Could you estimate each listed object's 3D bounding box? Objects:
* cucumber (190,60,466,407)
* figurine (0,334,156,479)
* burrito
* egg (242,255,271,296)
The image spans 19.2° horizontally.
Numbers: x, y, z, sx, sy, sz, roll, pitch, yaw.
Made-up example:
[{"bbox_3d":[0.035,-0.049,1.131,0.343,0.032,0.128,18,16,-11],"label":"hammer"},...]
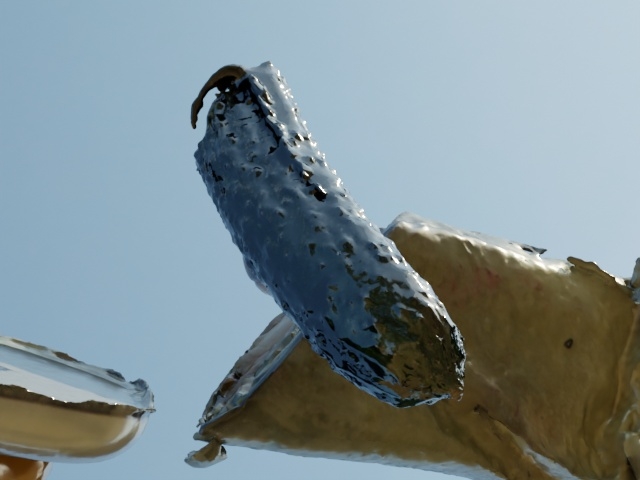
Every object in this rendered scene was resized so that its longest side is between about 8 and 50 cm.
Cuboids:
[{"bbox_3d":[-0.003,0.001,0.877,0.067,0.245,0.067,-12,-53,-16],"label":"cucumber"},{"bbox_3d":[-0.158,0.103,0.720,0.250,0.166,0.141,19,-93,-68],"label":"figurine"},{"bbox_3d":[0.083,0.068,1.109,0.347,0.107,0.175,9,-123,-22],"label":"burrito"},{"bbox_3d":[-0.019,0.005,1.372,0.071,0.083,0.071,7,-113,-17],"label":"egg"}]
